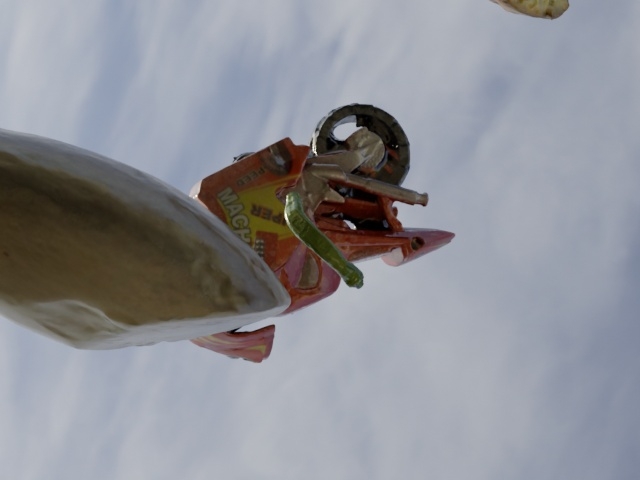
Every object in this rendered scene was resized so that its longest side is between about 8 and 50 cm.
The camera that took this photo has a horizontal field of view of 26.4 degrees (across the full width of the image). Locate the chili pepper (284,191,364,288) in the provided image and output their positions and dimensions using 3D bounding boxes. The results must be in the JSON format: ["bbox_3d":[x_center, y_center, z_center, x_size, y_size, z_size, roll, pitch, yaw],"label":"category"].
[{"bbox_3d":[-0.001,0.001,0.909,0.017,0.030,0.083,-44,-104,13],"label":"chili pepper"}]

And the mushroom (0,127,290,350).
[{"bbox_3d":[-0.184,-0.014,0.883,0.350,0.128,0.128,29,-74,-15],"label":"mushroom"}]

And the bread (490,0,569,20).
[{"bbox_3d":[0.121,-0.282,1.080,0.143,0.229,0.139,-50,-147,3],"label":"bread"}]

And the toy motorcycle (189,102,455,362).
[{"bbox_3d":[-0.038,0.000,1.141,0.298,0.089,0.171,-27,-95,-19],"label":"toy motorcycle"}]
